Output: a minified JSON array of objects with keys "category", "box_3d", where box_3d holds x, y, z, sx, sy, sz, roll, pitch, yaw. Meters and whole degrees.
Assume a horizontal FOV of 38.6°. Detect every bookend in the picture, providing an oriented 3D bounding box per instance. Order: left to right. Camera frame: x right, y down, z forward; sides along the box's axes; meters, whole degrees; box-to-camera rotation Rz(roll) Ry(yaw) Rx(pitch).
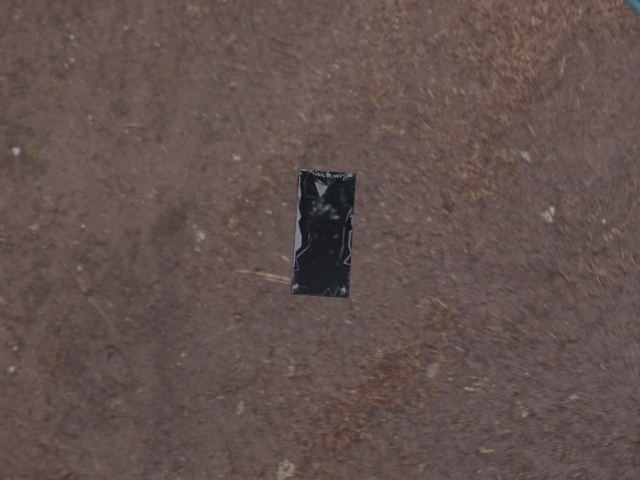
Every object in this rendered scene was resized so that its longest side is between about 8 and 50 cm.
[{"category":"bookend","box_3d":[0.000,0.000,1.188,0.072,0.156,0.157,4,82,-3]}]

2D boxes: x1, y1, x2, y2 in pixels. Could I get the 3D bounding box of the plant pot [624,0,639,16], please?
[{"category":"plant pot","box_3d":[0.321,-0.282,0.550,0.271,0.272,0.255,16,52,23]}]
